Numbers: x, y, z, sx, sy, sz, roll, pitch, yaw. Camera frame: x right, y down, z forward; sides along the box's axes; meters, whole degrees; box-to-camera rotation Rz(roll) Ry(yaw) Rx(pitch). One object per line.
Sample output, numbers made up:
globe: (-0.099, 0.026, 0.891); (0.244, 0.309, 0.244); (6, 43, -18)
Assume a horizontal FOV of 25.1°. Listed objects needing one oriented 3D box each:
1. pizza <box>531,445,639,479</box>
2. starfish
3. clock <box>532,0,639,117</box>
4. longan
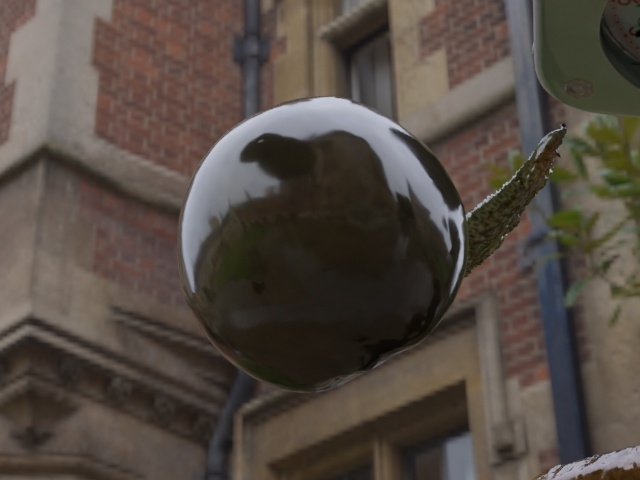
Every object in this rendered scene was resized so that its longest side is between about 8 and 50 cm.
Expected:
pizza: (0.265, 0.235, 1.032); (0.251, 0.074, 0.288); (10, -45, 14)
starfish: (0.115, 0.017, 1.475); (0.347, 0.078, 0.358); (-32, -13, -13)
clock: (0.353, -0.220, 1.284); (0.324, 0.109, 0.265); (5, -34, 11)
longan: (0.000, 0.000, 0.968); (0.196, 0.197, 0.220); (14, -20, -21)
